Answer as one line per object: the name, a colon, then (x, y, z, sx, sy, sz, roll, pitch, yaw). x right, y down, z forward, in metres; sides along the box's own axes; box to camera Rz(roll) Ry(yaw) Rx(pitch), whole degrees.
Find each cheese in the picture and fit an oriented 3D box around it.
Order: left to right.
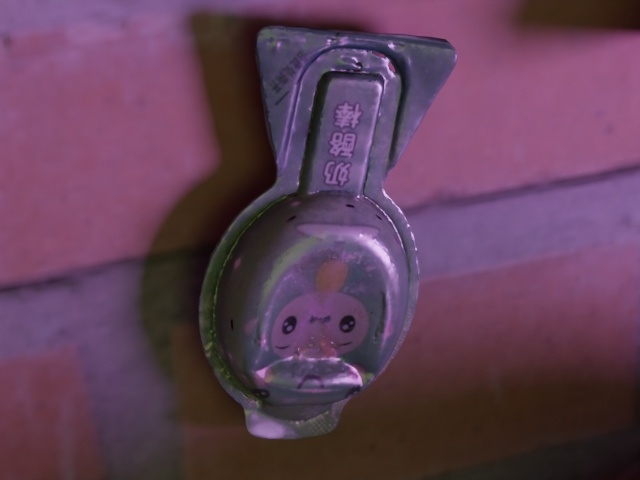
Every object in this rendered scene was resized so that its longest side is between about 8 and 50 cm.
cheese: (0.000, 0.000, 0.492, 0.067, 0.026, 0.120, 1, 109, -24)
